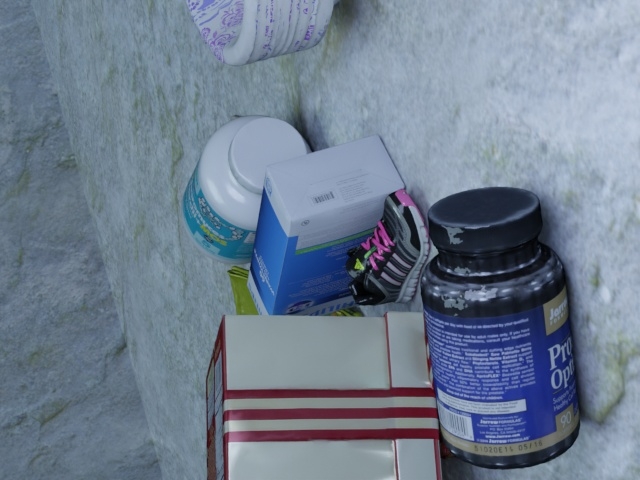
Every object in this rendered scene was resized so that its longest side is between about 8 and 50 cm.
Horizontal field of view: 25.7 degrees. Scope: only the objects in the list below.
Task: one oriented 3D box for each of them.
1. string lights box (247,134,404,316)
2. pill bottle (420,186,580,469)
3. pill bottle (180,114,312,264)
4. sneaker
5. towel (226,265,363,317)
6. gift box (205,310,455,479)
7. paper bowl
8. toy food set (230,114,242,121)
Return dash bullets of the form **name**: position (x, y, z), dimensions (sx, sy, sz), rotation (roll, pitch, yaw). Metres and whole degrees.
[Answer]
- **string lights box**: position (0.000, 0.000, 1.568), dimensions (0.260, 0.133, 0.077), rotation (105, 144, -58)
- **pill bottle**: position (0.150, 0.072, 1.186), dimensions (0.123, 0.122, 0.219), rotation (-142, 40, -62)
- **pill bottle**: position (-0.089, -0.068, 1.764), dimensions (0.264, 0.146, 0.146), rotation (129, 123, -69)
- **sneaker**: position (0.065, 0.015, 1.477), dimensions (0.170, 0.074, 0.063), rotation (97, 151, -52)
- **towel**: position (-0.032, 0.108, 1.805), dimensions (0.237, 0.021, 0.102), rotation (19, 126, 41)
- **gift box**: position (0.012, 0.197, 1.527), dimensions (0.255, 0.258, 0.276), rotation (117, 154, -68)
- **paper bowl**: position (-0.058, -0.330, 1.425), dimensions (0.284, 0.148, 0.284), rotation (164, 90, -73)
- **toy food set**: position (-0.123, -0.070, 1.992), dimensions (0.128, 0.071, 0.218), rotation (-144, 41, -63)
